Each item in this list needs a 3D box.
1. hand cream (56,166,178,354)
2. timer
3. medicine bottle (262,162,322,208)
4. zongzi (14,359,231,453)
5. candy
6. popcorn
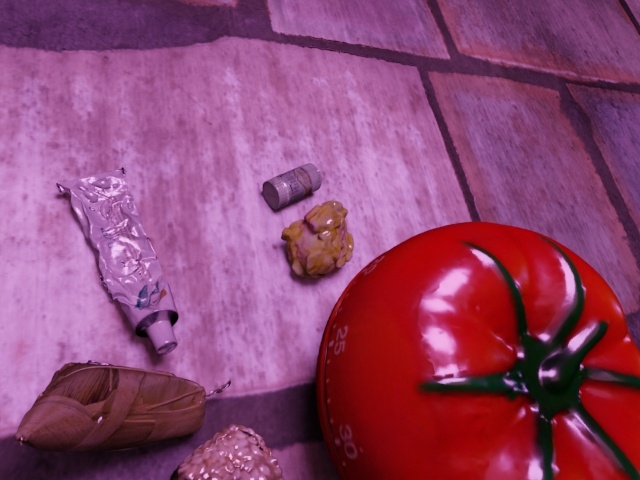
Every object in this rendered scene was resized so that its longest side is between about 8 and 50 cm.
[{"bbox_3d":[-0.234,0.023,0.564,0.084,0.050,0.257,-21,70,-33],"label":"hand cream"},{"bbox_3d":[0.180,0.170,0.540,0.378,0.279,0.378,10,65,-21],"label":"timer"},{"bbox_3d":[-0.043,-0.084,0.701,0.083,0.047,0.047,-28,79,-32],"label":"medicine bottle"},{"bbox_3d":[-0.172,0.171,0.442,0.189,0.178,0.081,12,79,-19],"label":"zongzi"},{"bbox_3d":[-0.099,0.255,0.490,0.095,0.085,0.110,47,46,10],"label":"candy"},{"bbox_3d":[0.001,0.002,0.660,0.097,0.089,0.109,35,59,-48],"label":"popcorn"}]
